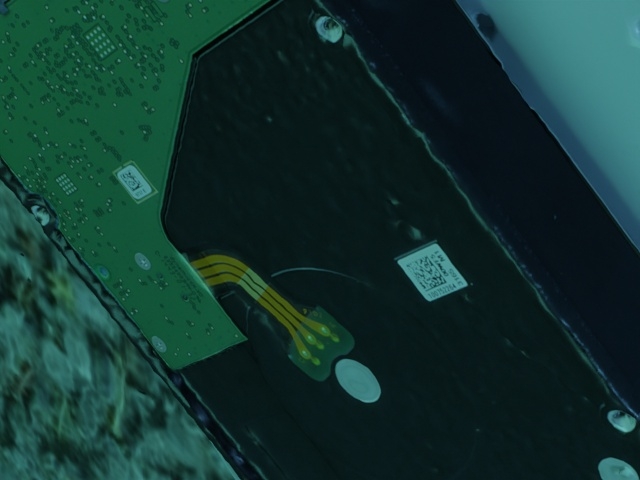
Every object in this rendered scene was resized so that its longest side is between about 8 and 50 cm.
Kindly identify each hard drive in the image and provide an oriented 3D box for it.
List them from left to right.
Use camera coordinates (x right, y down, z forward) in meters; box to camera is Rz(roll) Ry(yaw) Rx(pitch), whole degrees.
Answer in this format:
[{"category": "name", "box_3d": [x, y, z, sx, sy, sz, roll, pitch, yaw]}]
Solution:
[{"category": "hard drive", "box_3d": [0.000, 0.000, 0.721, 0.339, 0.064, 0.237, 51, 141, -9]}]

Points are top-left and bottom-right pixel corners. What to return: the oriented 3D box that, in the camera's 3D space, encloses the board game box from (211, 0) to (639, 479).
[{"category": "board game box", "box_3d": [0.052, 0.005, 0.771, 0.390, 0.050, 0.390, -12, 115, 46]}]
